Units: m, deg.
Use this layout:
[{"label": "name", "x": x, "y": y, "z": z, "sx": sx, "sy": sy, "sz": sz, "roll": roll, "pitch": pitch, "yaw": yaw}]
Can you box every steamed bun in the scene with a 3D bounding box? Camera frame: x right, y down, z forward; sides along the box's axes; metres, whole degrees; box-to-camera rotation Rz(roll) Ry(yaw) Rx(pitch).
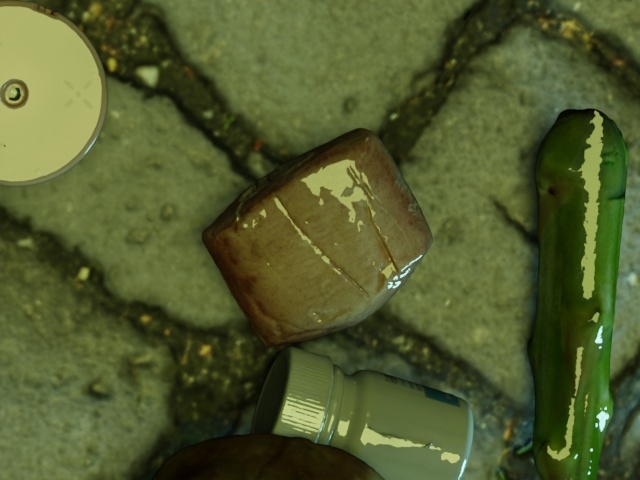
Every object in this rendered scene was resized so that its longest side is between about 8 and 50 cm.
[{"label": "steamed bun", "x": 0.000, "y": 0.000, "z": 1.594, "sx": 0.175, "sy": 0.106, "sz": 0.145, "roll": -31, "pitch": 105, "yaw": 5}]

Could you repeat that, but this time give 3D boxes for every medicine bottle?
[{"label": "medicine bottle", "x": 0.035, "y": 0.159, "z": 1.607, "sx": 0.168, "sy": 0.105, "sz": 0.105, "roll": 17, "pitch": 90, "yaw": -13}]

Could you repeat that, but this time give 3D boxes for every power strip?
[{"label": "power strip", "x": -0.249, "y": -0.116, "z": 1.542, "sx": 0.154, "sy": 0.078, "sz": 0.154, "roll": -2, "pitch": 97, "yaw": -13}]

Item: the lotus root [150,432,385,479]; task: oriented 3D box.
[{"label": "lotus root", "x": -0.024, "y": 0.353, "z": 1.554, "sx": 0.375, "sy": 0.111, "sz": 0.390, "roll": -42, "pitch": 98, "yaw": 15}]

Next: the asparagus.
[{"label": "asparagus", "x": 0.220, "y": 0.058, "z": 1.652, "sx": 0.082, "sy": 0.085, "sz": 0.343, "roll": 1, "pitch": 95, "yaw": -9}]
